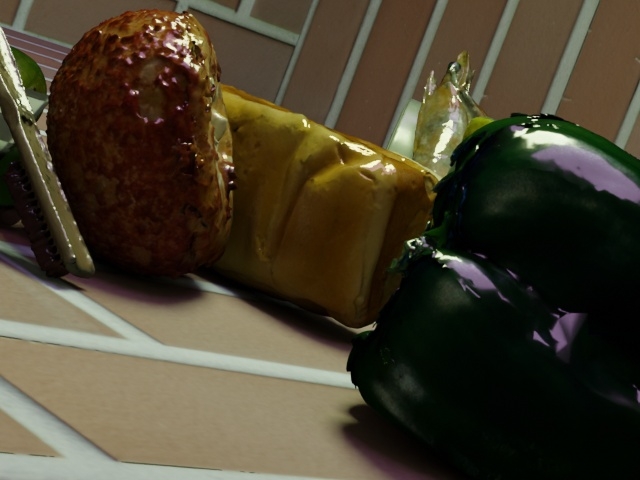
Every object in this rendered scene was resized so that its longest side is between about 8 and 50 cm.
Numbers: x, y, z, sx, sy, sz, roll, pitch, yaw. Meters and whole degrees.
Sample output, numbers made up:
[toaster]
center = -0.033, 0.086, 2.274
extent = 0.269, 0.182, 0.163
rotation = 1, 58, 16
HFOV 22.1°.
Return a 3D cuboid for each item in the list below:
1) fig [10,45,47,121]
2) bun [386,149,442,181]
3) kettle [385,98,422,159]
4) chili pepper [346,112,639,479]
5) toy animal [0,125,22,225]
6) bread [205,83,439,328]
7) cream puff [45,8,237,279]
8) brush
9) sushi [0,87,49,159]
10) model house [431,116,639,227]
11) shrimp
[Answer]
[fig]
center = -0.370, -0.160, 1.836
extent = 0.117, 0.117, 0.177
rotation = 20, 17, -5
[bun]
center = 0.090, -0.011, 1.965
extent = 0.222, 0.127, 0.222
rotation = 28, -21, 12
[kettle]
center = 0.228, -0.044, 2.278
extent = 0.318, 0.205, 0.265
rotation = 24, 4, 3
[chili pepper]
center = 0.164, 0.057, 1.146
extent = 0.256, 0.248, 0.233
rotation = 32, -4, 8
[toy animal]
center = -0.324, -0.082, 1.399
extent = 0.103, 0.100, 0.208
rotation = -16, 40, -41
[bread]
center = -0.036, -0.034, 1.505
extent = 0.294, 0.167, 0.132
rotation = 26, 5, 41
[cream puff]
center = -0.150, -0.080, 1.380
extent = 0.164, 0.240, 0.240
rotation = -12, 4, 5
[brush]
center = -0.234, -0.075, 1.266
extent = 0.248, 0.036, 0.043
rotation = 65, 6, 23
[sushi]
center = -0.400, -0.141, 1.259
extent = 0.343, 0.064, 0.359
rotation = 17, 21, -1
[model house]
center = 0.198, 0.024, 1.455
extent = 0.303, 0.237, 0.215
rotation = 14, 10, -43
[shrimp]
center = 0.205, -0.122, 2.191
extent = 0.168, 0.317, 0.077
rotation = 16, -30, -14
